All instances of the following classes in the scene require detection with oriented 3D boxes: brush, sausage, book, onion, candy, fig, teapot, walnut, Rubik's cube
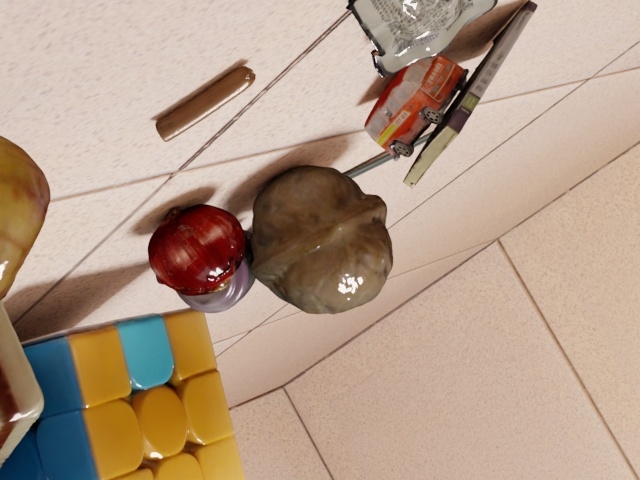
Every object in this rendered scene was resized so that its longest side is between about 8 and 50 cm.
[{"bbox_3d":[0.100,-0.119,2.038,0.266,0.027,0.062,-28,170,-7],"label":"brush"},{"bbox_3d":[-0.115,-0.139,1.362,0.116,0.026,0.026,-32,169,14],"label":"sausage"},{"bbox_3d":[0.184,-0.183,1.683,0.231,0.026,0.157,-56,-179,-29],"label":"book"},{"bbox_3d":[-0.157,0.011,1.723,0.131,0.131,0.131,-28,170,-6],"label":"onion"},{"bbox_3d":[-0.440,0.183,1.612,0.135,0.179,0.321,-21,166,-32],"label":"candy"},{"bbox_3d":[-0.308,-0.027,1.076,0.160,0.143,0.231,-59,165,-8],"label":"fig"},{"bbox_3d":[-0.148,0.043,1.921,0.148,0.116,0.146,-38,176,24],"label":"teapot"},{"bbox_3d":[0.000,0.000,1.831,0.224,0.224,0.224,-28,170,-6],"label":"walnut"},{"bbox_3d":[-0.318,0.270,1.861,0.290,0.292,0.291,-17,176,34],"label":"Rubik's cube"}]

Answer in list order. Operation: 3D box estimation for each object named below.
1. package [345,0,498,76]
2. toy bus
[{"bbox_3d":[0.111,-0.253,1.408,0.166,0.040,0.232,-33,162,3],"label":"package"},{"bbox_3d":[0.115,-0.170,1.660,0.079,0.077,0.174,-56,-177,-26],"label":"toy bus"}]
